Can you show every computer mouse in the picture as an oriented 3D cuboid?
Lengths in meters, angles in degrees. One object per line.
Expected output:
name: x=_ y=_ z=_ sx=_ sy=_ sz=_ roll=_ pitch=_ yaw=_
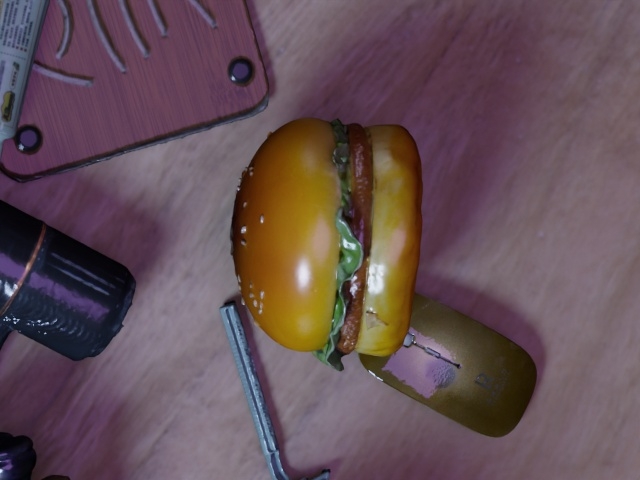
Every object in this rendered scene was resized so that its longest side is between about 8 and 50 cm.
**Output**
computer mouse: x=0.132 y=0.126 z=1.786 sx=0.199 sy=0.045 sz=0.102 roll=30 pitch=82 yaw=-15

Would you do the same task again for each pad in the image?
pad: x=-0.214 y=-0.224 z=1.694 sx=0.284 sy=0.018 sz=0.286 roll=-18 pitch=95 yaw=-14

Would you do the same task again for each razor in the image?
razor: x=-0.061 y=0.162 z=1.744 sx=0.084 sy=0.036 sz=0.211 roll=-21 pitch=92 yaw=-38

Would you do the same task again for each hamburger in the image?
hamburger: x=0.000 y=-0.002 z=1.648 sx=0.170 sy=0.246 sz=0.246 roll=4 pitch=91 yaw=-5

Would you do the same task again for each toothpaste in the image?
toothpaste: x=-0.291 y=-0.187 z=1.645 sx=0.067 sy=0.037 sz=0.255 roll=11 pitch=85 yaw=-9

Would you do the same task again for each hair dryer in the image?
hair dryer: x=-0.331 y=0.142 z=1.644 sx=0.189 sy=0.107 sz=0.352 roll=28 pitch=92 yaw=-16

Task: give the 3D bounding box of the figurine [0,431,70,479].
figurine: x=-0.288 y=0.347 z=1.608 sx=0.185 sy=0.204 sz=0.332 roll=-19 pitch=87 yaw=-32
